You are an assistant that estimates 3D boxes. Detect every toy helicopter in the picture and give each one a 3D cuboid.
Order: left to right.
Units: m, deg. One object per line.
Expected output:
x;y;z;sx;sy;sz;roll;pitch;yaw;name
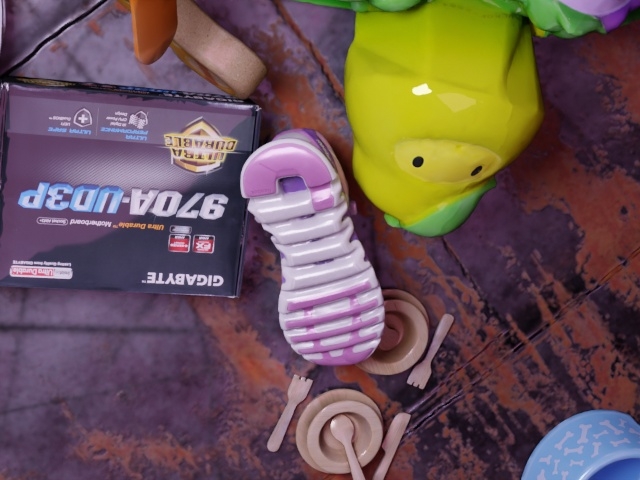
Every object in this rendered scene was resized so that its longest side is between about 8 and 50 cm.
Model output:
-0.147;-0.210;0.983;0.355;0.235;0.140;38;81;-46;toy helicopter

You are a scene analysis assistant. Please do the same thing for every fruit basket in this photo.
0.116;-0.187;1.060;0.392;0.283;0.392;1;87;-16;fruit basket

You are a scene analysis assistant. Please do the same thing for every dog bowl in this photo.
0.352;0.275;1.333;0.297;0.074;0.166;13;102;-17;dog bowl

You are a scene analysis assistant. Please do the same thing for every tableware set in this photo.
0.043;0.139;1.232;0.128;0.039;0.194;20;99;-19;tableware set

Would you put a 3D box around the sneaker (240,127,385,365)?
0.000;0.000;1.148;0.095;0.104;0.236;-11;118;9;sneaker

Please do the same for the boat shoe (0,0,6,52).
-0.309;-0.118;1.004;0.113;0.105;0.306;16;84;-21;boat shoe

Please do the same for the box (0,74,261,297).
-0.170;-0.044;1.119;0.220;0.051;0.175;4;104;-16;box
